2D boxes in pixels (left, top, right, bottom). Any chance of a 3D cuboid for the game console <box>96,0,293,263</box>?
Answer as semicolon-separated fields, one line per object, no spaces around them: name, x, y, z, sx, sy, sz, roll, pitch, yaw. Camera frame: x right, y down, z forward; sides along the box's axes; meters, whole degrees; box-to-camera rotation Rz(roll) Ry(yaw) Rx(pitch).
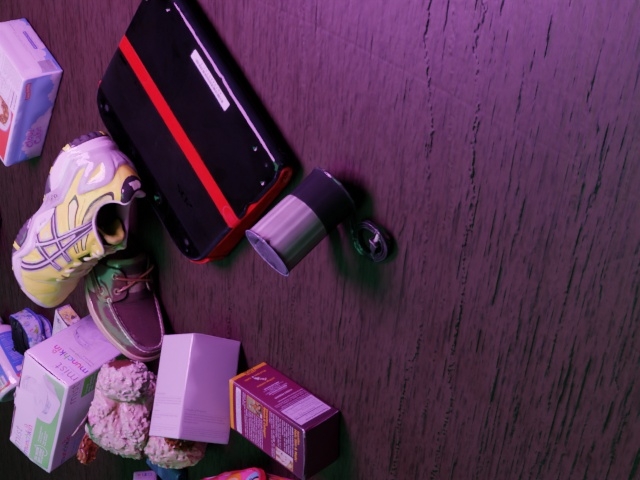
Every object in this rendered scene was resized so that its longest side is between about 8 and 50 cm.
game console;-0.216;-0.180;1.420;0.386;0.060;0.342;57;137;10

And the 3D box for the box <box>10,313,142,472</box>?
box;-0.493;0.295;1.782;0.126;0.231;0.262;34;125;16

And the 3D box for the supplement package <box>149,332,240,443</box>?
supplement package;-0.218;0.258;1.530;0.105;0.105;0.179;-10;69;51

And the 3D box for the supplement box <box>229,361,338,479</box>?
supplement box;-0.062;0.296;1.449;0.188;0.081;0.104;26;126;39

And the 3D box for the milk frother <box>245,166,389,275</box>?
milk frother;0.000;0.000;1.191;0.143;0.135;0.129;36;163;36

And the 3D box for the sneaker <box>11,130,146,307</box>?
sneaker;-0.430;-0.004;1.545;0.147;0.145;0.385;43;127;17

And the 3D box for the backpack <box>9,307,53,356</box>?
backpack;-0.705;0.223;2.134;0.105;0.084;0.114;23;130;39

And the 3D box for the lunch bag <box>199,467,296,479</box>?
lunch bag;-0.156;0.550;1.556;0.293;0.120;0.258;-29;44;50

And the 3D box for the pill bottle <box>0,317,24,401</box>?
pill bottle;-0.832;0.298;2.285;0.221;0.124;0.124;56;140;14

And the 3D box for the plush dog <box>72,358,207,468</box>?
plush dog;-0.323;0.361;1.670;0.225;0.211;0.262;21;164;7

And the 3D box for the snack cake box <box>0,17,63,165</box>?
snack cake box;-0.621;-0.297;1.781;0.152;0.089;0.264;52;139;14

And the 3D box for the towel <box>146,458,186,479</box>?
towel;-0.332;0.488;1.890;0.119;0.029;0.067;34;131;35

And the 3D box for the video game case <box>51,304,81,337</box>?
video game case;-0.557;0.297;2.037;0.210;0.042;0.232;45;136;24

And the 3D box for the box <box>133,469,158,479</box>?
box;-0.370;0.686;1.870;0.322;0.058;0.232;-105;13;-63

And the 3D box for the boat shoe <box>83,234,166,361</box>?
boat shoe;-0.382;0.065;1.671;0.123;0.123;0.342;-40;71;51
